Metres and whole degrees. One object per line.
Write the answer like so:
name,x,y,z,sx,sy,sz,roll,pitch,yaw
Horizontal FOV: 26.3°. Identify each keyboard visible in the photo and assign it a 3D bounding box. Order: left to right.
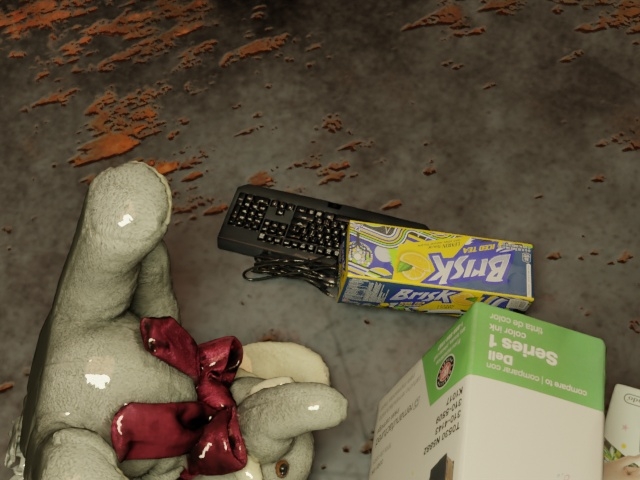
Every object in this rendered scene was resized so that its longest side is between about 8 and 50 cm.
keyboard,0.000,0.000,1.269,0.192,0.038,0.100,12,62,11

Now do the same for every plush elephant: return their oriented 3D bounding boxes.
plush elephant,-0.100,0.144,1.084,0.255,0.330,0.272,12,61,-16

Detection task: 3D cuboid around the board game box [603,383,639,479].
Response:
board game box,0.294,0.290,1.055,0.224,0.097,0.303,16,64,12

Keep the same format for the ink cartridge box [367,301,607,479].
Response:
ink cartridge box,0.113,0.220,1.019,0.117,0.201,0.278,18,56,-12

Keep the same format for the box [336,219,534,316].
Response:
box,0.102,0.029,1.217,0.168,0.054,0.059,8,61,-8
